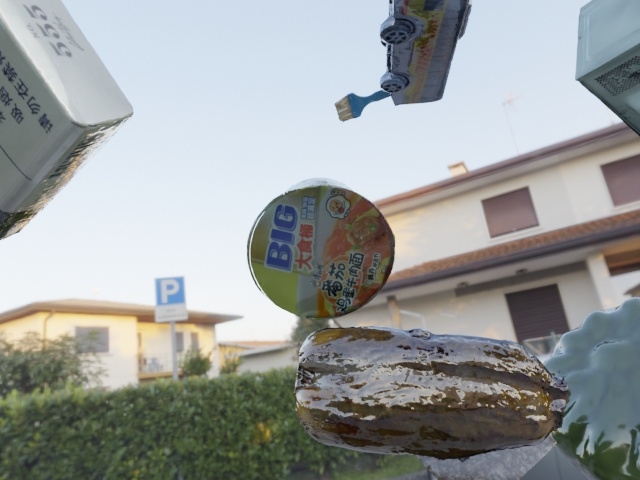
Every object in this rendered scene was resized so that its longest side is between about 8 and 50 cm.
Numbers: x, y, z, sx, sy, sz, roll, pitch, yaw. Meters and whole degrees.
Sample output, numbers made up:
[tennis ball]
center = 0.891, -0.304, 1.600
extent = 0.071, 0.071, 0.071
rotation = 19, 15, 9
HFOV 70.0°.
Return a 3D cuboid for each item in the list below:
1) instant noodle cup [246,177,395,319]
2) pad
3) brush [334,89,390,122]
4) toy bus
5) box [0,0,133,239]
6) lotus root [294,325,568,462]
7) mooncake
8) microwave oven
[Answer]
[instant noodle cup]
center = 0.000, 0.000, 0.690
extent = 0.205, 0.205, 0.153
rotation = -9, 18, 1
[pad]
center = 0.193, 0.262, 0.672
extent = 0.158, 0.235, 0.003
rotation = -31, -53, -19
[brush]
center = 0.106, -0.287, 0.919
extent = 0.164, 0.051, 0.014
rotation = -15, 9, 24
[toy bus]
center = 0.092, -0.192, 0.427
extent = 0.075, 0.064, 0.190
rotation = 2, -10, 7
[box]
center = -0.309, -0.116, 0.432
extent = 0.259, 0.168, 0.071
rotation = -29, 9, 32
[lotus root]
center = 0.118, 0.190, 0.543
extent = 0.329, 0.167, 0.078
rotation = -3, -2, 15
[mooncake]
center = 0.551, 0.260, 0.744
extent = 0.356, 0.356, 0.194
rotation = -22, -60, 36
[microwave oven]
center = 0.434, -0.218, 0.570
extent = 0.208, 0.162, 0.122
rotation = 28, -27, -20
